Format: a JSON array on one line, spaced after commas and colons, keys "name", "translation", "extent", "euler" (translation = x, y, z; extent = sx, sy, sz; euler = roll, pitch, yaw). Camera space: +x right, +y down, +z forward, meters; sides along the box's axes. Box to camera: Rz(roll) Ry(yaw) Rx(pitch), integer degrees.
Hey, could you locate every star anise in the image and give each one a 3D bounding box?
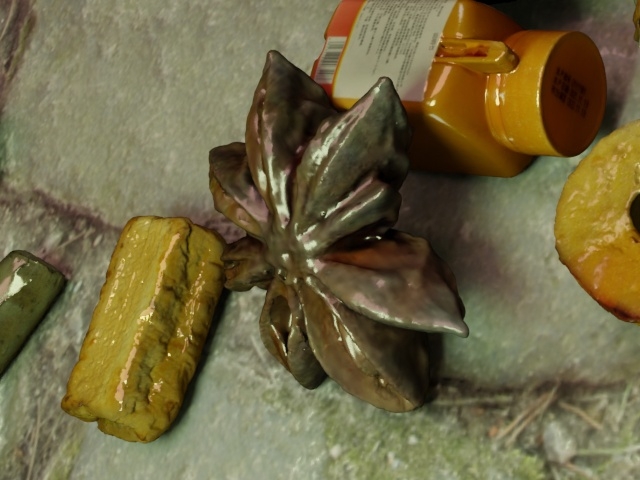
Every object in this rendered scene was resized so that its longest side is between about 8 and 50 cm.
[{"name": "star anise", "translation": [0.012, -0.004, 1.390], "extent": [0.315, 0.108, 0.315], "euler": [16, 113, 43]}]

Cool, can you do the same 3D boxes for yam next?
[{"name": "yam", "translation": [-0.384, 0.171, 1.700], "extent": [0.083, 0.083, 0.371], "euler": [32, 85, 44]}]

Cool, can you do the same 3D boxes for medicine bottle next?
[{"name": "medicine bottle", "translation": [0.117, -0.126, 1.423], "extent": [0.222, 0.149, 0.112], "euler": [7, 73, 40]}]

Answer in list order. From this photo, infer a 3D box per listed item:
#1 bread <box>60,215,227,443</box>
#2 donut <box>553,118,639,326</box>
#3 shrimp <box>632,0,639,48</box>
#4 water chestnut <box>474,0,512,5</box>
[{"name": "bread", "translation": [-0.157, 0.079, 1.569], "extent": [0.114, 0.083, 0.211], "euler": [5, 69, 45]}, {"name": "donut", "translation": [0.271, -0.008, 1.292], "extent": [0.190, 0.075, 0.174], "euler": [22, 81, 47]}, {"name": "shrimp", "translation": [0.367, -0.262, 1.379], "extent": [0.287, 0.068, 0.185], "euler": [-25, 56, 12]}, {"name": "water chestnut", "translation": [0.119, -0.358, 1.481], "extent": [0.350, 0.302, 0.350], "euler": [-1, 87, 10]}]
